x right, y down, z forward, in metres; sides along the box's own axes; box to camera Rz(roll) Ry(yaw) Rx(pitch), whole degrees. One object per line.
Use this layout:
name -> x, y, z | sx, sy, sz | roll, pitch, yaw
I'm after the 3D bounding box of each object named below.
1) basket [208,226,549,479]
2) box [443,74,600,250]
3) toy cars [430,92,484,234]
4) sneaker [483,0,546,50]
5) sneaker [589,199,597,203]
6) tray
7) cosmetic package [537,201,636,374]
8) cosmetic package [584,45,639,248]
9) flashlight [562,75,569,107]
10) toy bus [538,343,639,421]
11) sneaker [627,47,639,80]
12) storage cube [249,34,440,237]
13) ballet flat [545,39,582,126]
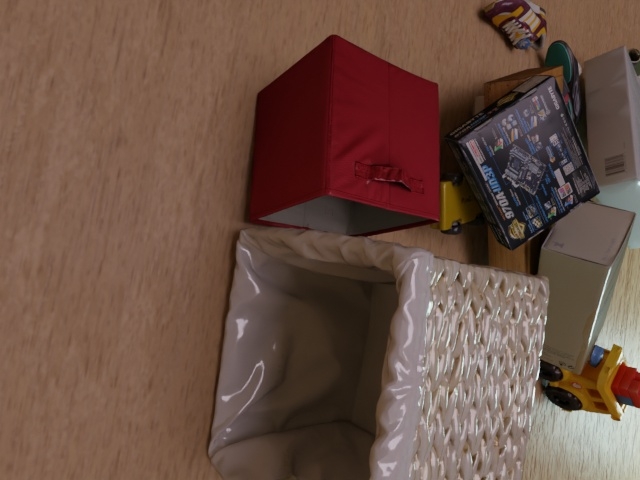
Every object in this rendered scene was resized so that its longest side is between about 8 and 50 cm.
basket -> 0.058, 0.168, 0.582 | 0.266, 0.328, 0.331 | 10, 88, -36
box -> 0.324, -0.119, 0.756 | 0.175, 0.051, 0.220 | -35, 111, 2
toy cars -> 0.280, -0.157, 0.882 | 0.394, 0.087, 0.176 | -58, 135, -23
sneaker -> 0.408, -0.441, 0.974 | 0.185, 0.069, 0.084 | -6, 89, -33
sneaker -> 0.590, -0.020, 1.063 | 0.121, 0.108, 0.302 | -42, 114, 1
tray -> 0.390, -0.100, 0.895 | 0.202, 0.076, 0.411 | -29, 119, -42
cosmetic package -> 0.490, 0.094, 0.911 | 0.160, 0.113, 0.309 | -45, 139, -30
cosmetic package -> 0.716, -0.212, 1.109 | 0.284, 0.097, 0.377 | 34, 58, -34
flashlight -> 0.531, -0.220, 1.045 | 0.103, 0.103, 0.304 | -37, 114, -1
toy bus -> 0.599, 0.283, 1.031 | 0.149, 0.211, 0.220 | -45, 113, -24
sneaker -> 0.856, -0.478, 1.283 | 0.192, 0.064, 0.086 | -27, 110, -28
storage cube -> 0.032, -0.117, 0.633 | 0.183, 0.215, 0.193 | 10, 77, -34
ballet flat -> 0.559, -0.355, 1.080 | 0.074, 0.074, 0.203 | -31, 113, -30
